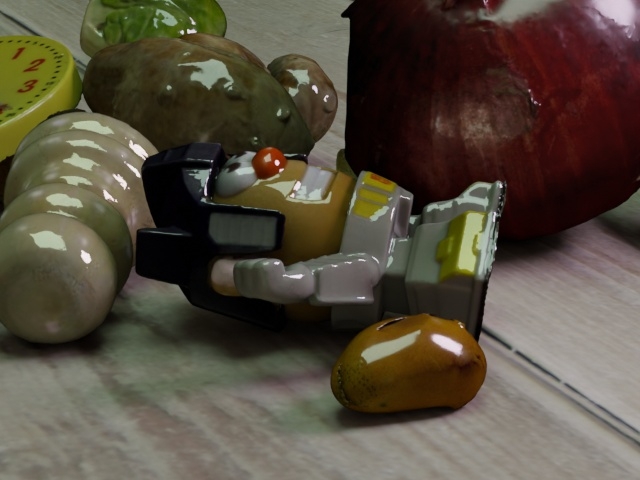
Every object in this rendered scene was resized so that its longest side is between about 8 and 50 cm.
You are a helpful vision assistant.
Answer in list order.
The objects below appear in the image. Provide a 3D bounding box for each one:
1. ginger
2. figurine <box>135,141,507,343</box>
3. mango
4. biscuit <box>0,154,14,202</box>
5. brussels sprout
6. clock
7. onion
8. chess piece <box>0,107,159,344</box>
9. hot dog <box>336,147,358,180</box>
[{"bbox_3d":[-0.103,-0.138,1.932,0.244,0.155,0.304,11,17,11],"label":"ginger"},{"bbox_3d":[-0.001,0.003,1.476,0.308,0.143,0.308,5,-2,0],"label":"figurine"},{"bbox_3d":[0.060,0.087,1.330,0.127,0.063,0.077,-11,28,-31],"label":"mango"},{"bbox_3d":[-0.238,-0.054,1.821,0.094,0.054,0.378,-14,22,-39],"label":"biscuit"},{"bbox_3d":[-0.212,-0.271,2.435,0.180,0.144,0.161,17,55,14],"label":"brussels sprout"},{"bbox_3d":[-0.380,-0.137,1.891,0.277,0.071,0.293,-8,28,14],"label":"clock"},{"bbox_3d":[0.181,-0.152,1.727,0.341,0.341,0.341,1,16,0],"label":"onion"},{"bbox_3d":[-0.207,-0.001,1.528,0.143,0.143,0.261,2,23,4],"label":"chess piece"},{"bbox_3d":[0.051,-0.073,1.943,0.034,0.030,0.090,0,14,-34],"label":"hot dog"}]
